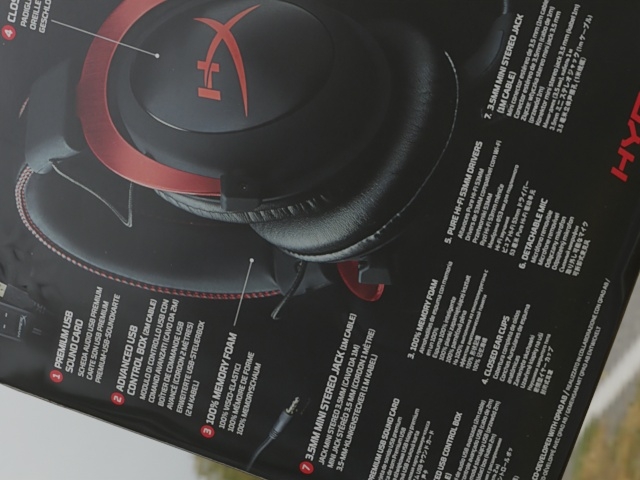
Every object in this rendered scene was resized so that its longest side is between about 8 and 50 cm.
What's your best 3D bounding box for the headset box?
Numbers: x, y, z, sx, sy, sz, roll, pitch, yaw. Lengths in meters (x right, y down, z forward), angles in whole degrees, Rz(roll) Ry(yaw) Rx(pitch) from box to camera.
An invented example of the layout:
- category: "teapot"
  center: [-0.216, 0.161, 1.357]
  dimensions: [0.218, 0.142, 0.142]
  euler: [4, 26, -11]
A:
- category: "headset box"
  center: [-0.025, -0.041, 0.595]
  dimensions: [0.110, 0.293, 0.218]
  euler: [-54, -19, -67]
